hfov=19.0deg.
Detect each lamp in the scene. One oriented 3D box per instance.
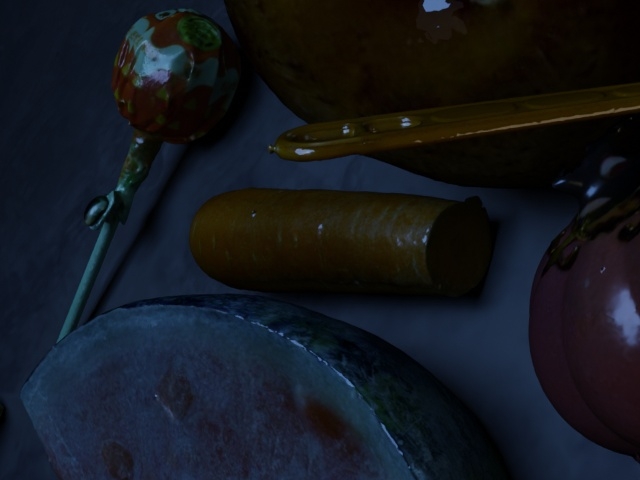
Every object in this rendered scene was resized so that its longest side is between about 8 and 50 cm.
[{"bbox_3d":[0.170,0.012,0.845,0.182,0.140,0.182,-36,11,8],"label":"lamp"}]

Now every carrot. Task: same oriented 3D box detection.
[{"bbox_3d":[0.000,0.000,1.125,0.225,0.067,0.067,1,73,47],"label":"carrot"}]

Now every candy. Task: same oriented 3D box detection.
[{"bbox_3d":[-0.138,-0.026,1.307,0.084,0.078,0.287,41,112,46],"label":"candy"}]

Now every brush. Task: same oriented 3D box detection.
[{"bbox_3d":[0.132,-0.063,0.850,0.090,0.314,0.017,-113,15,-74],"label":"brush"}]

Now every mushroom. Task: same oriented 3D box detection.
[{"bbox_3d":[0.074,-0.152,1.002,0.267,0.254,0.267,2,95,20],"label":"mushroom"}]

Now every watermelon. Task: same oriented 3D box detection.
[{"bbox_3d":[-0.016,0.141,1.057,0.318,0.148,0.226,18,104,38],"label":"watermelon"}]

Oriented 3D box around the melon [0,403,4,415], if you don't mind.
[{"bbox_3d":[-0.292,0.141,1.394,0.139,0.093,0.202,-15,27,15],"label":"melon"}]
